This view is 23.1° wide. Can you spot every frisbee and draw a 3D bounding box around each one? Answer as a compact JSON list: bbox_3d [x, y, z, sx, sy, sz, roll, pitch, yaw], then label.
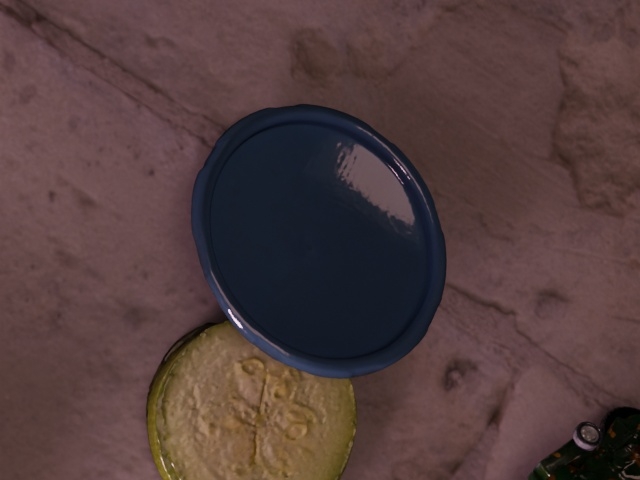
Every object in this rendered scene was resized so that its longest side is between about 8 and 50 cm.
[{"bbox_3d":[-0.003,0.001,1.585,0.290,0.049,0.289,10,67,-26],"label":"frisbee"}]

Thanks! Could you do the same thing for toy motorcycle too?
[{"bbox_3d":[0.308,0.282,1.630,0.275,0.124,0.187,-30,69,-33],"label":"toy motorcycle"}]

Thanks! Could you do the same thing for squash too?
[{"bbox_3d":[-0.064,0.180,1.551,0.219,0.041,0.219,3,83,-22],"label":"squash"}]
